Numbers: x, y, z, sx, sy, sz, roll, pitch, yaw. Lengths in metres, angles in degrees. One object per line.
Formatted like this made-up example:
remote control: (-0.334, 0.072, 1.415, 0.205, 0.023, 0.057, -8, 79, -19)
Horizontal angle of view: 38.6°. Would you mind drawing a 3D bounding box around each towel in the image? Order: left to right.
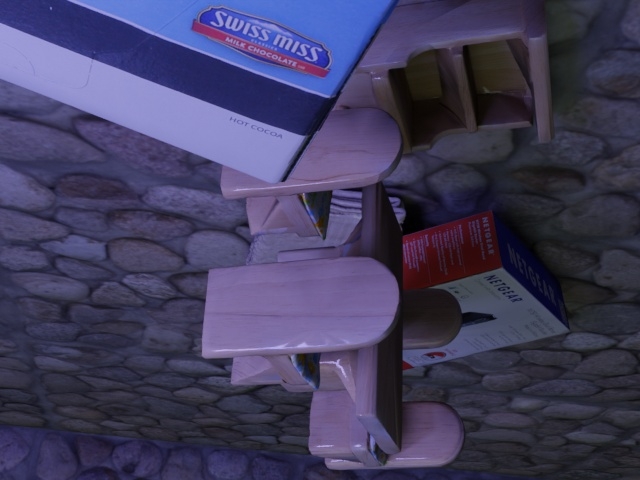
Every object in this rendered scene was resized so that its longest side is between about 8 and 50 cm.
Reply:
towel: (0.000, 0.000, 1.261, 0.187, 0.049, 0.282, 9, 154, -10)

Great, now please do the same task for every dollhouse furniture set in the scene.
dollhouse furniture set: (0.092, -0.014, 0.843, 0.256, 0.394, 0.362, -5, 152, 15)

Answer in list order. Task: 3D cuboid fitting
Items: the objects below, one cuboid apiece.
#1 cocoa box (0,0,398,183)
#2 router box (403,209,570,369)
cocoa box: (-0.119, -0.228, 0.478, 0.347, 0.231, 0.228, 21, 148, -12)
router box: (0.162, 0.088, 1.304, 0.301, 0.082, 0.335, -17, 154, 24)
